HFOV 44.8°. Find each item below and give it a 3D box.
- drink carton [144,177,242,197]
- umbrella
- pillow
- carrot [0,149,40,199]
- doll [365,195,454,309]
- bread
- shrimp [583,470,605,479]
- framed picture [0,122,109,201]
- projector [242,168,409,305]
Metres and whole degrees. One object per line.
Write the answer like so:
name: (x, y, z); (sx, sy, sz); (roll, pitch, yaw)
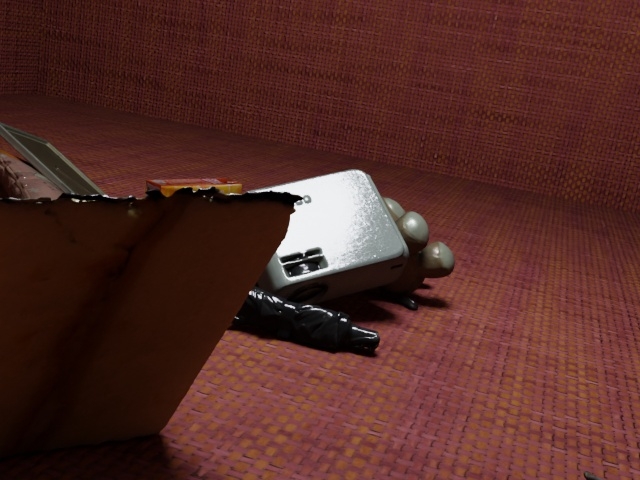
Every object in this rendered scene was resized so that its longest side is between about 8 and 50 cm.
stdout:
drink carton: (-0.290, -0.090, 1.779); (0.223, 0.096, 0.071); (-4, 19, -42)
umbrella: (-0.023, 0.122, 1.189); (0.236, 0.066, 0.059); (13, 9, 6)
pillow: (-0.471, -0.046, 1.373); (0.236, 0.084, 0.223); (35, -11, 45)
carrot: (-0.581, -0.087, 1.526); (0.159, 0.159, 0.225); (20, 4, 38)
doll: (0.120, 0.009, 1.538); (0.235, 0.174, 0.330); (39, 3, -27)
bread: (-0.282, 0.051, 0.803); (0.346, 0.404, 0.242); (13, 19, -40)
shrimp: (0.403, 0.313, 0.710); (0.360, 0.085, 0.247); (23, 11, 34)
framed picture: (-0.503, -0.124, 1.558); (0.289, 0.016, 0.213); (41, 3, 7)
projector: (0.000, 0.000, 1.343); (0.251, 0.108, 0.198); (-14, 59, -21)
